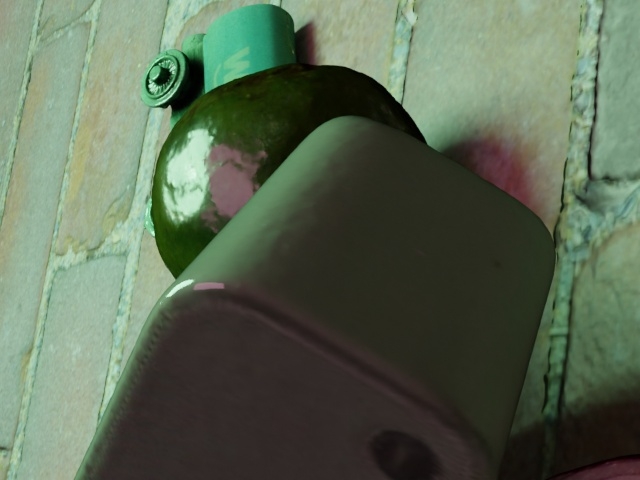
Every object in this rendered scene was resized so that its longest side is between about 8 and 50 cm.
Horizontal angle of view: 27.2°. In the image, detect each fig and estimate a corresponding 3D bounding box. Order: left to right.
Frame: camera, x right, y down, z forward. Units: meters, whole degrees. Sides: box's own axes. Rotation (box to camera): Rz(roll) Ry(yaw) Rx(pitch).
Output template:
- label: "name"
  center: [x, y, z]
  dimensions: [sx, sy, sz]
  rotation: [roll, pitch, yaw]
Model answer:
- label: "fig"
  center: [0.000, 0.000, 0.885]
  dimensions: [0.195, 0.195, 0.245]
  rotation: [-52, 53, 30]

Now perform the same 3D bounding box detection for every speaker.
- label: "speaker"
  center: [-0.026, 0.126, 0.769]
  dimensions: [0.406, 0.183, 0.184]
  rotation: [-60, -1, 43]

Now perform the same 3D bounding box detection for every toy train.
- label: "toy train"
  center: [-0.072, -0.085, 1.118]
  dimensions: [0.159, 0.101, 0.248]
  rotation: [-23, 56, 32]

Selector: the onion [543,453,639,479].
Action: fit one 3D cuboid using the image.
- label: "onion"
  center: [0.170, 0.162, 0.600]
  dimensions: [0.195, 0.140, 0.218]
  rotation: [-10, 43, 50]
